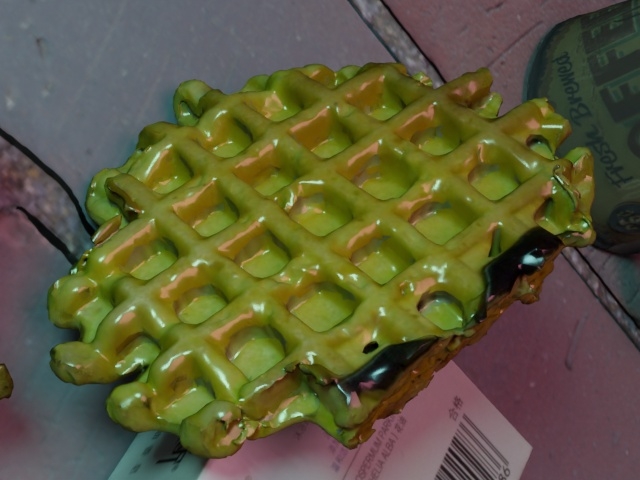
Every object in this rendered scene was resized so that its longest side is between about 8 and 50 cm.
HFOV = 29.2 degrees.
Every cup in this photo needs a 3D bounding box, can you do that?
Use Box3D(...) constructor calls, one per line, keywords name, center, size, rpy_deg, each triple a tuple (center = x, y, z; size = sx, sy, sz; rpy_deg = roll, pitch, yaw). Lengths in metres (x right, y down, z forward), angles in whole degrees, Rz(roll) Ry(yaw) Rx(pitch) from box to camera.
Box3D(name="cup", center=(0.341, -0.080, 1.026), size=(0.227, 0.257, 0.301), rpy_deg=(1, 80, -38))

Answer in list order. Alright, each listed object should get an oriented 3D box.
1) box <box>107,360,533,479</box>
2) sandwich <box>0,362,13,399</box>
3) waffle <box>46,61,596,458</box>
Box3D(name="box", center=(-0.014, 0.174, 0.742), size=(0.203, 0.116, 0.274), rpy_deg=(46, 53, -21))
Box3D(name="sandwich", center=(-0.240, -0.002, 0.573), size=(0.186, 0.065, 0.214), rpy_deg=(-16, 115, -47))
Box3D(name="waffle", center=(0.000, -0.003, 0.712), size=(0.060, 0.307, 0.311), rpy_deg=(80, 23, -47))
